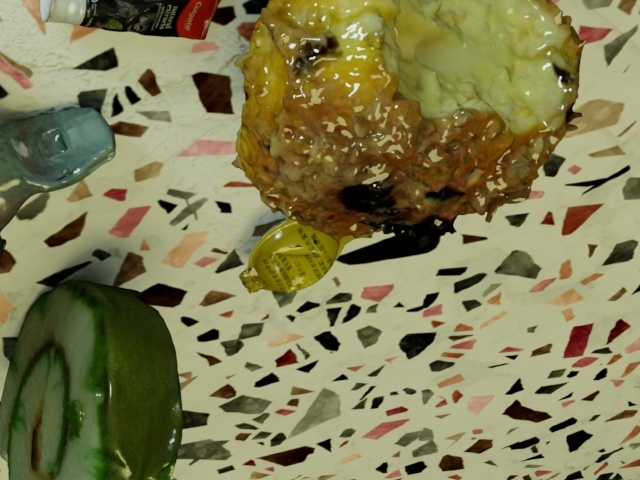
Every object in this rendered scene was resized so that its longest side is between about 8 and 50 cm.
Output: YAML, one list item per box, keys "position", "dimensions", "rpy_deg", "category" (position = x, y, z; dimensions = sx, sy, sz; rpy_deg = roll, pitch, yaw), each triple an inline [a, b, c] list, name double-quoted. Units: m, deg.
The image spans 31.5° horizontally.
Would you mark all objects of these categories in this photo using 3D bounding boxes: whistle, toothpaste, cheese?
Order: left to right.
- position: [-0.401, -0.060, 1.288]
  dimensions: [0.348, 0.189, 0.189]
  rpy_deg: [-31, 143, -3]
  category: "whistle"
- position: [-0.199, -0.249, 1.215]
  dimensions: [0.193, 0.045, 0.071]
  rpy_deg: [1, 141, -31]
  category: "toothpaste"
- position: [0.000, 0.000, 1.597]
  dimensions: [0.250, 0.064, 0.156]
  rpy_deg: [-29, 144, 0]
  category: "cheese"

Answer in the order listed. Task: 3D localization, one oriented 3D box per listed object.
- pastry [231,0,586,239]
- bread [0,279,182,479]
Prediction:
- position: [0.077, -0.145, 1.249]
  dimensions: [0.405, 0.292, 0.337]
  rpy_deg: [-4, 163, -35]
  category: "pastry"
- position: [-0.325, 0.240, 1.526]
  dimensions: [0.129, 0.366, 0.382]
  rpy_deg: [11, 157, -34]
  category: "bread"
